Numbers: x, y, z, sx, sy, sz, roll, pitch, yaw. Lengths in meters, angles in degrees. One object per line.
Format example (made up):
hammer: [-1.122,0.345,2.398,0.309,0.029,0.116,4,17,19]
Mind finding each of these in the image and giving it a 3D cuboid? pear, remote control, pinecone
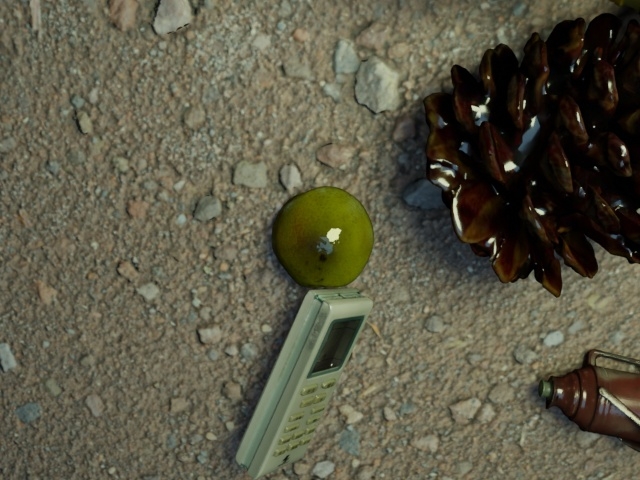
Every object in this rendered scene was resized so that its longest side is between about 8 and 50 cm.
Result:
pear: [0.000,0.000,0.720,0.140,0.104,0.141,1,100,5]
remote control: [-0.021,0.196,0.764,0.055,0.102,0.277,34,108,33]
pinecone: [0.277,-0.090,0.596,0.295,0.242,0.298,-30,108,17]

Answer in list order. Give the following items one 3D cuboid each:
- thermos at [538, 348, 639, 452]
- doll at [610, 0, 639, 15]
thermos: [0.412,0.215,0.738,0.231,0.099,0.124,10,67,10]
doll: [0.312,-0.208,0.475,0.162,0.106,0.062,39,107,14]
